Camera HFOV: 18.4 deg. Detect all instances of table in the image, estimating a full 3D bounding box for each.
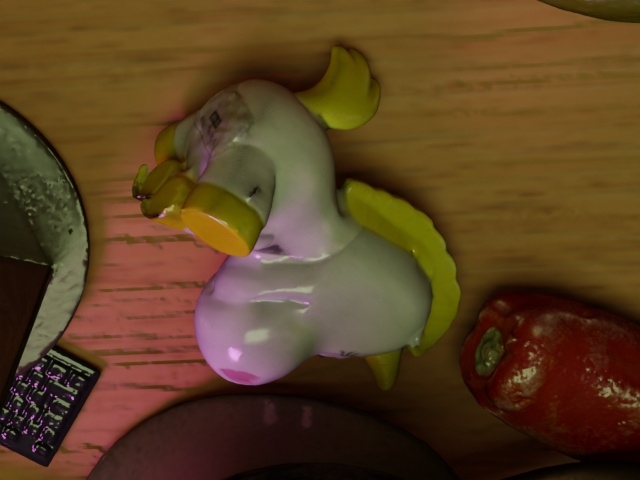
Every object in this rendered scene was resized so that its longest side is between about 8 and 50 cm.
[{"bbox_3d":[-0.196,0.035,0.865,0.167,0.226,0.167,0,108,0],"label":"table"}]

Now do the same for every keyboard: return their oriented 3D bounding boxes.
[{"bbox_3d":[-0.214,0.046,0.994,0.202,0.011,0.067,28,110,-9],"label":"keyboard"}]

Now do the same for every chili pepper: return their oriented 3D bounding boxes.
[{"bbox_3d":[0.130,0.068,0.956,0.123,0.073,0.070,24,71,-9],"label":"chili pepper"}]

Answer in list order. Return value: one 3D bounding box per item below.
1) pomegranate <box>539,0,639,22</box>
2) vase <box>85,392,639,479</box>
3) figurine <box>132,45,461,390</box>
[{"bbox_3d":[0.169,-0.211,0.782,0.286,0.231,0.231,-17,113,-22],"label":"pomegranate"},{"bbox_3d":[0.038,0.184,0.891,0.329,0.302,0.241,-19,109,5],"label":"vase"},{"bbox_3d":[-0.006,0.006,0.930,0.130,0.109,0.178,-27,113,-10],"label":"figurine"}]
